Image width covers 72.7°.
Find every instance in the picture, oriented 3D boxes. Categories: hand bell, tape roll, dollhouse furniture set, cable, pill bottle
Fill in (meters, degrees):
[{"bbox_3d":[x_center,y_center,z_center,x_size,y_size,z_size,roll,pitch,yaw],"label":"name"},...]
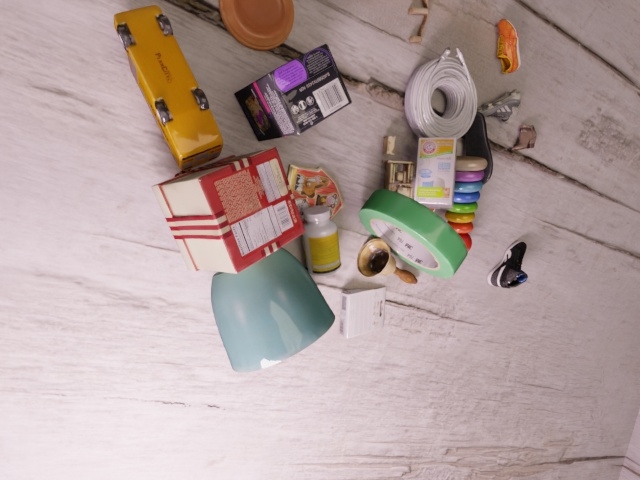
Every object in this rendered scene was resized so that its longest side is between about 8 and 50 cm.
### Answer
[{"bbox_3d":[0.240,0.094,1.400,0.242,0.126,0.126,27,86,-41],"label":"hand bell"},{"bbox_3d":[0.260,-0.016,1.249,0.321,0.321,0.077,43,80,-26],"label":"tape roll"},{"bbox_3d":[0.255,-0.217,1.291,0.101,0.161,0.182,1,100,-11],"label":"dollhouse furniture set"},{"bbox_3d":[0.377,-0.436,1.368,0.257,0.089,0.257,-44,115,-13],"label":"cable"},{"bbox_3d":[0.000,0.000,1.232,0.103,0.103,0.184,-17,116,-23],"label":"pill bottle"}]

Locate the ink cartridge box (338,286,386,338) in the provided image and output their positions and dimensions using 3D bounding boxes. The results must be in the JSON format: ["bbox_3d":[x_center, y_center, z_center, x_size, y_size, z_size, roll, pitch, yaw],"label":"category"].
[{"bbox_3d":[0.136,0.224,1.399,0.179,0.045,0.146,-5,101,-44],"label":"ink cartridge box"}]

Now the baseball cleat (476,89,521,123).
[{"bbox_3d":[0.620,-0.441,1.498,0.205,0.072,0.110,-29,117,-16],"label":"baseball cleat"}]

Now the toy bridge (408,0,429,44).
[{"bbox_3d":[0.298,-0.693,1.318,0.063,0.026,0.188,-10,104,-26],"label":"toy bridge"}]

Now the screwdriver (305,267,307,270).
[{"bbox_3d":[-0.008,0.083,1.307,0.169,0.024,0.025,-13,76,-30],"label":"screwdriver"}]

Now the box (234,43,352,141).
[{"bbox_3d":[-0.075,-0.345,1.053,0.165,0.270,0.143,-34,112,-17],"label":"box"}]

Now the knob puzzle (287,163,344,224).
[{"bbox_3d":[-0.012,-0.117,1.261,0.213,0.030,0.213,-5,101,-26],"label":"knob puzzle"}]

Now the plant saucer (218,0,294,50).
[{"bbox_3d":[-0.155,-0.591,1.104,0.199,0.037,0.200,-5,101,-26],"label":"plant saucer"}]

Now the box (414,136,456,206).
[{"bbox_3d":[0.352,-0.204,1.326,0.103,0.114,0.203,15,80,-71],"label":"box"}]

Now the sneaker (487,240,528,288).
[{"bbox_3d":[0.734,0.098,1.619,0.217,0.121,0.079,-48,116,-12],"label":"sneaker"}]

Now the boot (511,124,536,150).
[{"bbox_3d":[0.740,-0.377,1.590,0.118,0.042,0.087,-13,98,-25],"label":"boot"}]

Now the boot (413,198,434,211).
[{"bbox_3d":[0.330,-0.080,1.425,0.084,0.059,0.158,29,84,-32],"label":"boot"}]

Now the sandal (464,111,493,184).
[{"bbox_3d":[0.536,-0.305,1.472,0.054,0.097,0.255,-23,111,-50],"label":"sandal"}]

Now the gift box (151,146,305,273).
[{"bbox_3d":[-0.208,-0.070,1.052,0.276,0.258,0.255,-27,109,-41],"label":"gift box"}]

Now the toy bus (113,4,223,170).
[{"bbox_3d":[-0.337,-0.337,0.973,0.108,0.130,0.333,-27,90,-20],"label":"toy bus"}]

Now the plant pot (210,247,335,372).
[{"bbox_3d":[-0.141,0.152,1.111,0.292,0.293,0.235,-26,97,-20],"label":"plant pot"}]

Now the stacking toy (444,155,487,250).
[{"bbox_3d":[0.469,-0.111,1.459,0.141,0.141,0.331,-9,110,-25],"label":"stacking toy"}]

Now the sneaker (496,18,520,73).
[{"bbox_3d":[0.629,-0.655,1.471,0.067,0.064,0.175,-23,106,-11],"label":"sneaker"}]
